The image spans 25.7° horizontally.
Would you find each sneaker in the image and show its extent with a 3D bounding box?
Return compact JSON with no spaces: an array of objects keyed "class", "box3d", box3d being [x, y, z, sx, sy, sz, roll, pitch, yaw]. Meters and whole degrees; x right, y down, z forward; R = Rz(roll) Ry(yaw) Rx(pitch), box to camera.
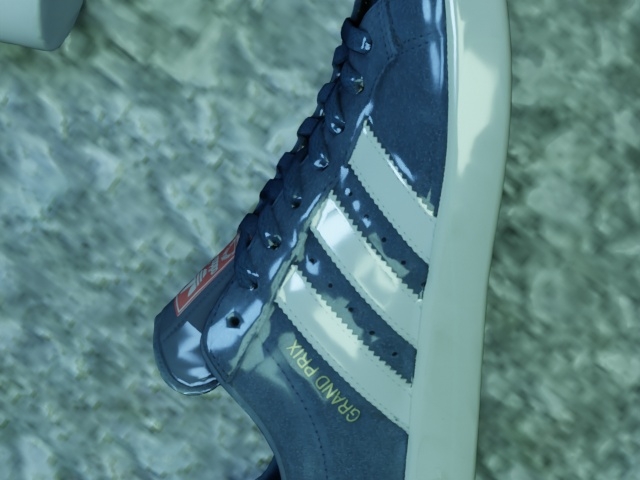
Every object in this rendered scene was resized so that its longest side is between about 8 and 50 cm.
[{"class":"sneaker","box3d":[0.000,0.000,0.626,0.148,0.131,0.350,3,101,1]}]

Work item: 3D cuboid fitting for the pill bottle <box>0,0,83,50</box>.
[{"class":"pill bottle","box3d":[-0.211,-0.149,0.627,0.208,0.117,0.117,14,102,3]}]
